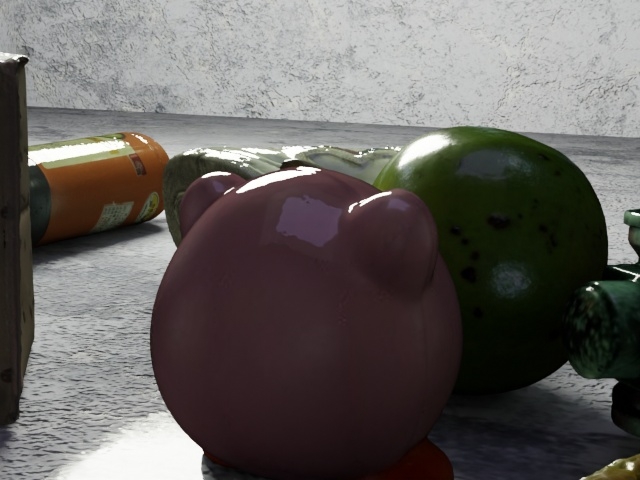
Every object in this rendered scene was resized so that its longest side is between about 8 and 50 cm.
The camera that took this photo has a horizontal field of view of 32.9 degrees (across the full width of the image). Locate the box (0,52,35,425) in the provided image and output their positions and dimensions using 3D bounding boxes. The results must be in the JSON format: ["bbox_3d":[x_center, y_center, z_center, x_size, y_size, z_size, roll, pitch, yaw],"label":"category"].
[{"bbox_3d":[-0.338,-0.011,0.688,0.297,0.225,0.190,-1,9,-13],"label":"box"}]

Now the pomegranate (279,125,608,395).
[{"bbox_3d":[0.073,0.007,0.710,0.225,0.187,0.187,13,8,-14],"label":"pomegranate"}]

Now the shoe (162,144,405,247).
[{"bbox_3d":[0.026,-0.023,0.986,0.342,0.132,0.210,14,24,32],"label":"shoe"}]

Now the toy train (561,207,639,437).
[{"bbox_3d":[0.294,0.057,0.577,0.304,0.150,0.221,0,9,-16],"label":"toy train"}]

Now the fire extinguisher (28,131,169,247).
[{"bbox_3d":[-0.295,-0.066,1.263,0.200,0.113,0.376,6,12,28],"label":"fire extinguisher"}]

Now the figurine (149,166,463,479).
[{"bbox_3d":[-0.008,0.044,0.576,0.173,0.173,0.173,1,11,0],"label":"figurine"}]

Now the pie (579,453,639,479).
[{"bbox_3d":[0.195,0.143,0.357,0.302,0.067,0.302,0,12,0],"label":"pie"}]
